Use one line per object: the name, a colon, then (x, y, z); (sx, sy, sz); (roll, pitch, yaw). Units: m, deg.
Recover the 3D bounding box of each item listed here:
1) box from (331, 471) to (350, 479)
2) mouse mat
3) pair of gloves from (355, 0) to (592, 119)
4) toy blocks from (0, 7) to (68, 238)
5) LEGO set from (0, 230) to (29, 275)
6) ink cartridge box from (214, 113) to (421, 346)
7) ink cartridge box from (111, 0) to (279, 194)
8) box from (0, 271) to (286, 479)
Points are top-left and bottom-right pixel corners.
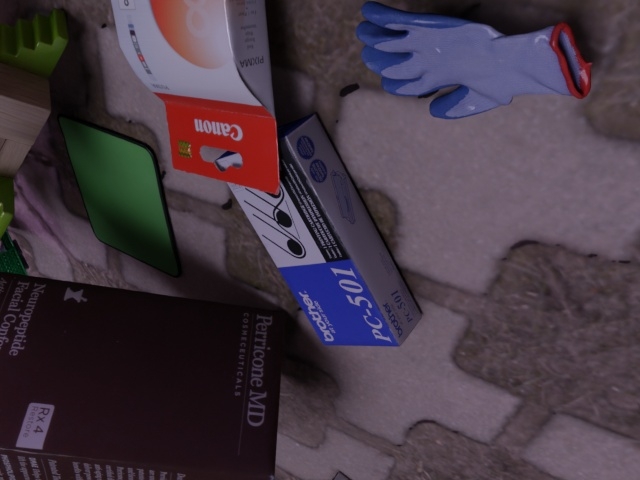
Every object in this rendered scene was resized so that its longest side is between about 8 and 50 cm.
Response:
box: (0.073, 0.401, 0.895); (0.186, 0.038, 0.145); (33, 140, 13)
mouse mat: (-0.231, -0.049, 0.786); (0.152, 0.007, 0.190); (22, 135, 26)
pair of gloves: (0.060, -0.143, 0.384); (0.159, 0.023, 0.198); (12, 150, 44)
toy blocks: (-0.442, -0.093, 0.642); (0.381, 0.261, 0.191); (-46, 48, 32)
LEGO set: (-0.551, -0.023, 0.876); (0.192, 0.331, 0.255); (35, 152, 48)
ink cartridge box: (0.000, 0.000, 0.594); (0.097, 0.046, 0.207); (-9, 118, 46)
ink cartridge box: (-0.101, -0.128, 0.531); (0.145, 0.045, 0.179); (16, 118, 40)
box: (-0.234, 0.158, 0.691); (0.381, 0.191, 0.143); (9, 138, -10)
